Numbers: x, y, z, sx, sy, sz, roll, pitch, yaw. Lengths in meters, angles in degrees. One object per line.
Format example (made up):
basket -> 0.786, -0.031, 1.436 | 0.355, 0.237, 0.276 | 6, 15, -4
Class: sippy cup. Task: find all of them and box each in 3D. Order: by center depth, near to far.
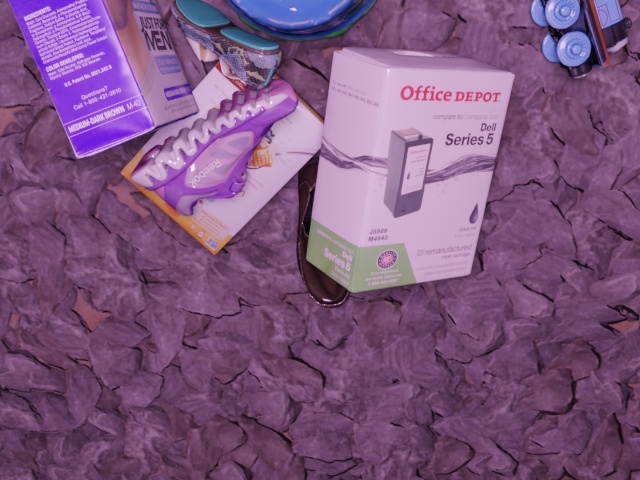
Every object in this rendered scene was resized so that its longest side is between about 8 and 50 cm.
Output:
sippy cup -> -0.026, -0.329, 0.856 | 0.305, 0.224, 0.240 | -27, 108, 11

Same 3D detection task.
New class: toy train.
toy train -> 0.313, -0.293, 0.937 | 0.105, 0.080, 0.184 | -24, 108, 4

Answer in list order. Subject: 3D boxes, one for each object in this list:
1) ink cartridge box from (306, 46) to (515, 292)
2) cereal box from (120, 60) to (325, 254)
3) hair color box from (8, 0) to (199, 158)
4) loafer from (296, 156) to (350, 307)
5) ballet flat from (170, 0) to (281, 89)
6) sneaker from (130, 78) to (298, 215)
ink cartridge box -> 0.107, -0.090, 0.959 | 0.198, 0.115, 0.273 | -6, 115, -32
cereal box -> -0.124, -0.121, 1.032 | 0.173, 0.047, 0.240 | 42, 107, -12
hair color box -> -0.266, -0.280, 0.880 | 0.110, 0.185, 0.339 | -20, 102, 11
loafer -> 0.000, 0.000, 1.058 | 0.080, 0.078, 0.220 | -7, 111, 4
ballet flat -> -0.123, -0.237, 0.939 | 0.188, 0.070, 0.070 | 39, 115, 35
sneaker -> -0.118, -0.110, 0.967 | 0.236, 0.095, 0.104 | -30, 112, 17
